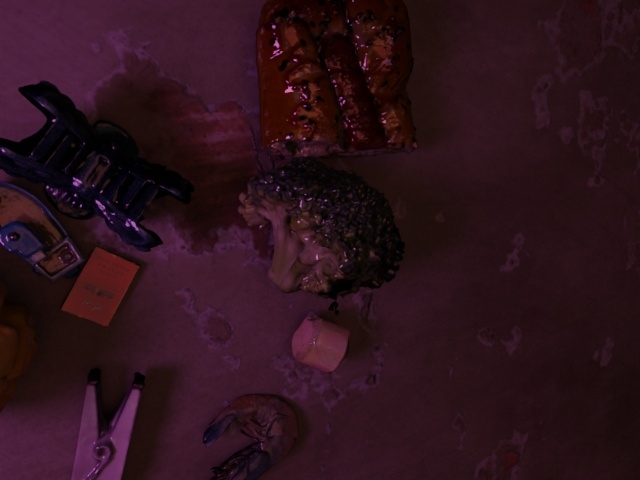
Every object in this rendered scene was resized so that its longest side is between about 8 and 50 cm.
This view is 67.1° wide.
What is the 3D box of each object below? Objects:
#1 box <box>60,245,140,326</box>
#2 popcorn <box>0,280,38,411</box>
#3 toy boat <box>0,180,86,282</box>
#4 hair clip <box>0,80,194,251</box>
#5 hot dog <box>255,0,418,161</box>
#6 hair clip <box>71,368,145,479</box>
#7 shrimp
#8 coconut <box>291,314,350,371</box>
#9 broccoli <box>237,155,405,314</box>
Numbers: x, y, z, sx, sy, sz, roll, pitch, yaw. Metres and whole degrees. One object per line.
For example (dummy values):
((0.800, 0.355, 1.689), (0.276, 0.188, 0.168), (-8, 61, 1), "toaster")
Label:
((-0.415, 0.087, 0.915), (0.090, 0.023, 0.133), (30, 80, -22), "box")
((-0.616, 0.190, 0.698), (0.349, 0.349, 0.381), (13, 113, -25), "popcorn")
((-0.495, -0.018, 0.821), (0.088, 0.102, 0.215), (-39, 105, -16), "toy boat")
((-0.384, -0.113, 0.818), (0.310, 0.206, 0.194), (38, 83, -27), "hair clip")
((0.041, -0.363, 1.010), (0.368, 0.196, 0.365), (-7, 93, -27), "hot dog")
((-0.412, 0.409, 0.903), (0.101, 0.085, 0.330), (12, 90, -23), "hair clip")
((-0.176, 0.442, 1.028), (0.289, 0.075, 0.178), (-33, 98, -19), "shrimp")
((0.009, 0.230, 1.072), (0.122, 0.116, 0.116), (25, 83, -25), "coconut")
((-0.009, 0.001, 0.976), (0.348, 0.293, 0.280), (20, 126, -17), "broccoli")
